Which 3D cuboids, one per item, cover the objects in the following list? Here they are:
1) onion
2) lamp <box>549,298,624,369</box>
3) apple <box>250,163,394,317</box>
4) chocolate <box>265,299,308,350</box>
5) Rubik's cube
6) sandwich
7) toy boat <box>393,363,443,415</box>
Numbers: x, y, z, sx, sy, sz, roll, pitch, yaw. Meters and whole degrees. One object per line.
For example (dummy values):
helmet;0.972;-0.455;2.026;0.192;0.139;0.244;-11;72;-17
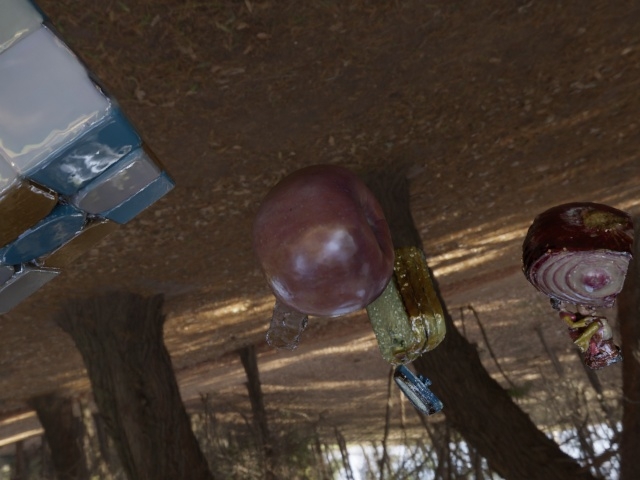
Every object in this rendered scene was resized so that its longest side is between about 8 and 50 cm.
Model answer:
onion;0.553;0.012;1.015;0.207;0.206;0.216;11;139;21
lamp;0.753;0.238;1.327;0.119;0.253;0.118;-27;177;-2
apple;0.000;0.000;0.879;0.235;0.305;0.306;-23;163;19
chocolate;-0.067;0.167;1.182;0.093;0.148;0.214;19;130;-1
Rubik's cube;-0.444;-0.133;0.580;0.347;0.346;0.344;-38;179;-11
sandwich;0.203;0.177;1.181;0.095;0.248;0.273;-8;156;-15
toy boat;0.225;0.338;1.067;0.061;0.137;0.060;-37;170;-38
